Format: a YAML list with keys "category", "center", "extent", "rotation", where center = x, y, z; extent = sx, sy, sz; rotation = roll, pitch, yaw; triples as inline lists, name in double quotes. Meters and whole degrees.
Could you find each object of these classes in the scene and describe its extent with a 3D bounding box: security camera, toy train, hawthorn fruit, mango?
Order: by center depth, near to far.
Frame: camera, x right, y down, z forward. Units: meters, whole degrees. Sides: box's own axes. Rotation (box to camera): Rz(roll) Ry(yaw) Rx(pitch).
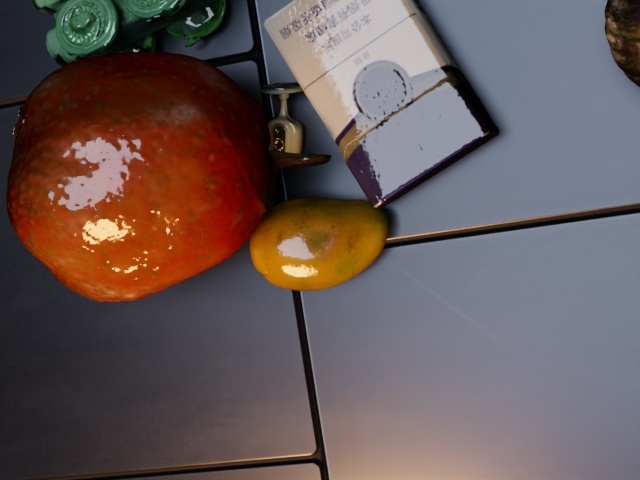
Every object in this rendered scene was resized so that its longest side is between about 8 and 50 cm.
- category: "hawthorn fruit"
  center: [-0.171, -0.078, 1.394]
  extent: [0.368, 0.285, 0.285]
  rotation: [-7, 92, 1]
- category: "mango"
  center: [-0.002, 0.005, 1.434]
  extent: [0.163, 0.089, 0.111]
  rotation: [4, 95, 9]
- category: "security camera"
  center: [-0.044, -0.141, 1.457]
  extent: [0.058, 0.058, 0.092]
  rotation: [1, 103, 17]
- category: "toy train"
  center: [-0.233, -0.314, 1.461]
  extent: [0.243, 0.132, 0.188]
  rotation: [-22, 80, 18]

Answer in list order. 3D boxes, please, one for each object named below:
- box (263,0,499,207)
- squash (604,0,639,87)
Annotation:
- category: "box"
  center: [0.069, -0.187, 1.404]
  extent: [0.168, 0.071, 0.259]
  rotation: [-33, 83, 17]
- category: "squash"
  center: [0.387, -0.239, 1.254]
  extent: [0.193, 0.156, 0.193]
  rotation: [-3, 132, -3]
